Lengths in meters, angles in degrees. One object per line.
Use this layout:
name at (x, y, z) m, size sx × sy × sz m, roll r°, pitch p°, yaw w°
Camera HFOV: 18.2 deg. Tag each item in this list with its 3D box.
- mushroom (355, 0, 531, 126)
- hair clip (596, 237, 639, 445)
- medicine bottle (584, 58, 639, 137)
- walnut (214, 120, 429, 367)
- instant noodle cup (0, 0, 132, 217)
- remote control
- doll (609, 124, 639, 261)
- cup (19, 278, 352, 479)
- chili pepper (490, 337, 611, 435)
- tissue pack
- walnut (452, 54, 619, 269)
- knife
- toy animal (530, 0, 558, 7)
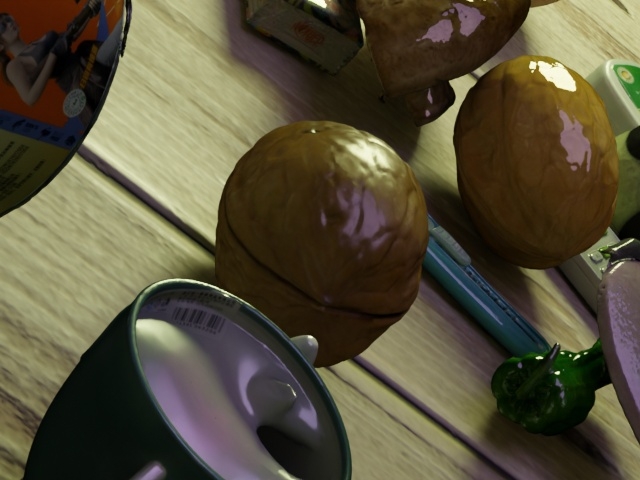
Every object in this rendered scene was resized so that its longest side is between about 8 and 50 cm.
mushroom at (0.122, -0.201, 1.850) m, size 0.286 × 0.151 × 0.156 m, roll -54°, pitch 123°, yaw -76°
hair clip at (0.302, 0.167, 1.653) m, size 0.110 × 0.095 × 0.359 m, roll -16°, pitch 82°, yaw -12°
medicine bottle at (0.360, -0.109, 2.189) m, size 0.119 × 0.069 × 0.183 m, roll 6°, pitch 50°, yaw -53°
walnut at (0.000, 0.000, 1.480) m, size 0.167 × 0.167 × 0.207 m, roll 35°, pitch 23°, yaw -19°
instant noodle cup at (-0.267, -0.148, 1.217) m, size 0.214 × 0.296 × 0.296 m, roll 24°, pitch 35°, yaw -47°
remote control at (0.270, 0.023, 1.942) m, size 0.250 × 0.034 × 0.103 m, roll 53°, pitch 29°, yaw 12°
doll at (0.363, -0.019, 2.022) m, size 0.135 × 0.143 × 0.234 m, roll -22°, pitch 66°, yaw -13°
cup at (-0.096, 0.139, 1.176) m, size 0.167 × 0.173 × 0.299 m, roll 48°, pitch 29°, yaw 4°
chili pepper at (0.213, 0.117, 1.685) m, size 0.257 × 0.100 × 0.074 m, roll -15°, pitch 84°, yaw -59°
tissue pack at (-0.020, -0.236, 1.856) m, size 0.108 × 0.060 × 0.148 m, roll 27°, pitch 36°, yaw -30°
walnut at (0.197, -0.071, 1.832) m, size 0.159 × 0.159 × 0.207 m, roll 19°, pitch 49°, yaw -40°
knife at (0.128, 0.032, 1.747) m, size 0.222 × 0.031 × 0.064 m, roll 46°, pitch 25°, yaw -2°
toy animal at (0.216, -0.413, 2.240) m, size 0.237 × 0.269 × 0.326 m, roll 19°, pitch 71°, yaw -39°
